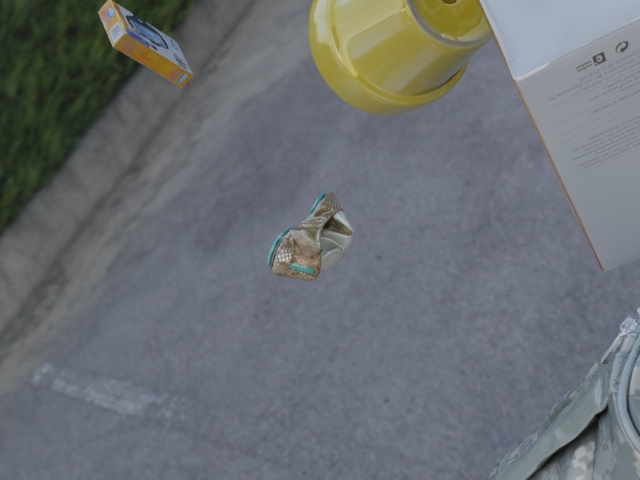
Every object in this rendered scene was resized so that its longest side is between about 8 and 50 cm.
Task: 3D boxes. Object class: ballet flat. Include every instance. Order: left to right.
[{"bbox_3d":[0.000,0.000,1.114,0.206,0.067,0.073,-51,-17,-61],"label":"ballet flat"}]

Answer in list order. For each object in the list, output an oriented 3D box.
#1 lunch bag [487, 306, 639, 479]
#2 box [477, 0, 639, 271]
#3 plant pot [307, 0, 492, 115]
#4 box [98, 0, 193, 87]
[{"bbox_3d":[0.264,0.182,0.641,0.305,0.256,0.212,110,-179,-56],"label":"lunch bag"},{"bbox_3d":[0.288,-0.161,0.956,0.168,0.345,0.215,-25,50,14],"label":"box"},{"bbox_3d":[0.137,-0.328,1.382,0.254,0.254,0.239,-44,11,-18],"label":"plant pot"},{"bbox_3d":[-0.220,-0.251,1.232,0.028,0.136,0.081,-45,50,19],"label":"box"}]
